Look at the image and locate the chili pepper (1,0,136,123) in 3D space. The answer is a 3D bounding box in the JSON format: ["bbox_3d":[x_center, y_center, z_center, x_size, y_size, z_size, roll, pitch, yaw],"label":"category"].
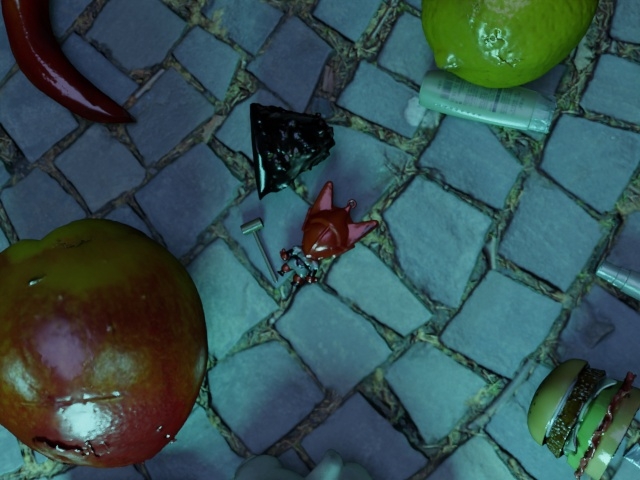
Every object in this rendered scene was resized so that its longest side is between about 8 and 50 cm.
[{"bbox_3d":[-0.458,-0.334,1.468,0.137,0.092,0.368,-27,86,-15],"label":"chili pepper"}]

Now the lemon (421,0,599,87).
[{"bbox_3d":[0.282,-0.356,1.271,0.267,0.267,0.267,-1,83,8],"label":"lemon"}]

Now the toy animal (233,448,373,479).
[{"bbox_3d":[0.009,0.421,1.260,0.325,0.154,0.208,30,94,6],"label":"toy animal"}]

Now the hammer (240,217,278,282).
[{"bbox_3d":[-0.094,0.018,1.394,0.036,0.019,0.110,-25,82,5],"label":"hammer"}]

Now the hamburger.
[{"bbox_3d":[0.373,0.251,1.229,0.137,0.175,0.175,27,87,24],"label":"hamburger"}]

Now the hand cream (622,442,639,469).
[{"bbox_3d":[0.495,0.343,1.269,0.093,0.019,0.030,44,92,18],"label":"hand cream"}]

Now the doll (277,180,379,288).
[{"bbox_3d":[0.000,0.000,1.361,0.109,0.057,0.169,41,89,9],"label":"doll"}]

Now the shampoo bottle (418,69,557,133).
[{"bbox_3d":[0.264,-0.221,1.355,0.212,0.049,0.072,17,78,11],"label":"shampoo bottle"}]

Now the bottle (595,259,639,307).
[{"bbox_3d":[0.517,0.089,1.276,0.217,0.060,0.060,27,87,12],"label":"bottle"}]

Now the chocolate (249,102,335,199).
[{"bbox_3d":[-0.042,-0.151,1.351,0.133,0.156,0.156,-8,82,-5],"label":"chocolate"}]

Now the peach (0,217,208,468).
[{"bbox_3d":[-0.339,0.157,1.251,0.370,0.370,0.369,-1,83,8],"label":"peach"}]
